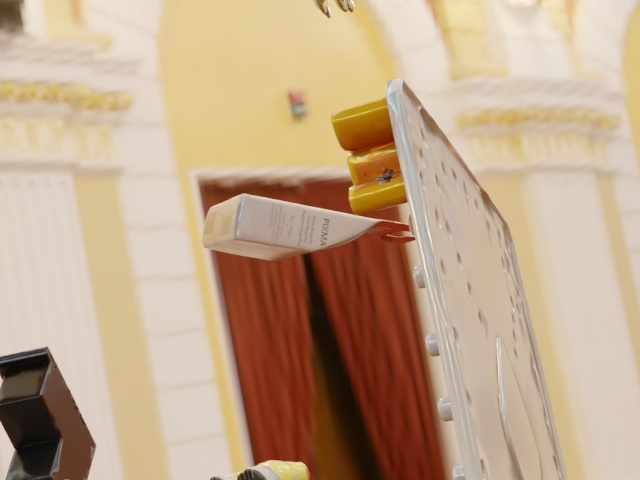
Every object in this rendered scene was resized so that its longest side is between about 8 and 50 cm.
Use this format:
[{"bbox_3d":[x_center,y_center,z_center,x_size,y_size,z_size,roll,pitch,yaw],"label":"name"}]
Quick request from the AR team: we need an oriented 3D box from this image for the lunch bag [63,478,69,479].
[{"bbox_3d":[-0.358,0.387,1.789,0.262,0.223,0.160,-20,-3,24],"label":"lunch bag"}]

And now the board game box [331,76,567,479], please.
[{"bbox_3d":[0.109,0.134,1.133,0.050,0.390,0.390,-14,-16,12],"label":"board game box"}]

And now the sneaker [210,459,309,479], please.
[{"bbox_3d":[-0.079,0.341,2.356,0.094,0.081,0.208,-16,-5,-29],"label":"sneaker"}]

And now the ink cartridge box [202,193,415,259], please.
[{"bbox_3d":[0.000,0.000,1.917,0.232,0.066,0.189,15,-7,-13],"label":"ink cartridge box"}]

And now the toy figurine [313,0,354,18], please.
[{"bbox_3d":[-0.033,-0.318,1.439,0.217,0.191,0.362,24,14,6],"label":"toy figurine"}]

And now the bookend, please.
[{"bbox_3d":[-0.329,0.234,1.991,0.072,0.156,0.157,-13,32,13],"label":"bookend"}]
